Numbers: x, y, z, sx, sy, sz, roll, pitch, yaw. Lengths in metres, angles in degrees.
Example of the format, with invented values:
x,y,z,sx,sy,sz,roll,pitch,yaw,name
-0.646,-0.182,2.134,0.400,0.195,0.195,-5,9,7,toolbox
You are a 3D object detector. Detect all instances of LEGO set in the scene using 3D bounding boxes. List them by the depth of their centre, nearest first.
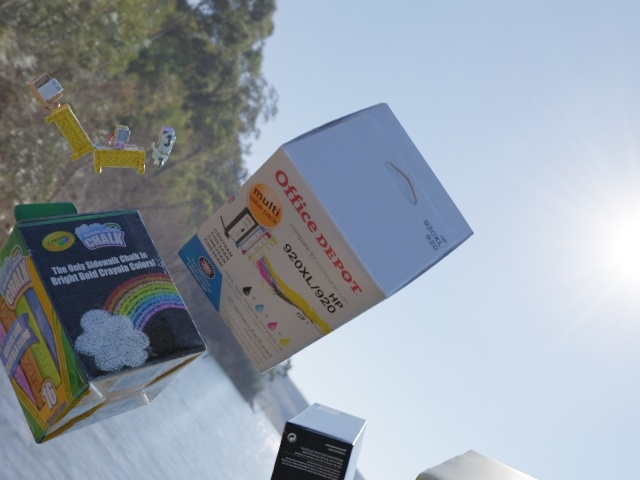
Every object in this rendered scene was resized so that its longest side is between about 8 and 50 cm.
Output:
x,y,z,sx,sy,sz,roll,pitch,yaw,name
-0.428,-0.211,1.303,0.287,0.132,0.107,23,14,-33,LEGO set

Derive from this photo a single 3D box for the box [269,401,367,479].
x,y,z,sx,sy,sz,roll,pitch,yaw,name
-0.008,0.353,1.007,0.103,0.184,0.261,17,-4,10,box

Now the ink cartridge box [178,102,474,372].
x,y,z,sx,sy,sz,roll,pitch,yaw,name
0.000,0.000,0.727,0.171,0.168,0.233,55,-44,3,ink cartridge box

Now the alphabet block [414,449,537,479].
x,y,z,sx,sy,sz,roll,pitch,yaw,name
0.184,0.343,0.675,0.197,0.192,0.193,18,-1,29,alphabet block

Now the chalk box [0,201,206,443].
x,y,z,sx,sy,sz,roll,pitch,yaw,name
-0.317,0.079,0.902,0.179,0.180,0.289,-45,-113,36,chalk box
